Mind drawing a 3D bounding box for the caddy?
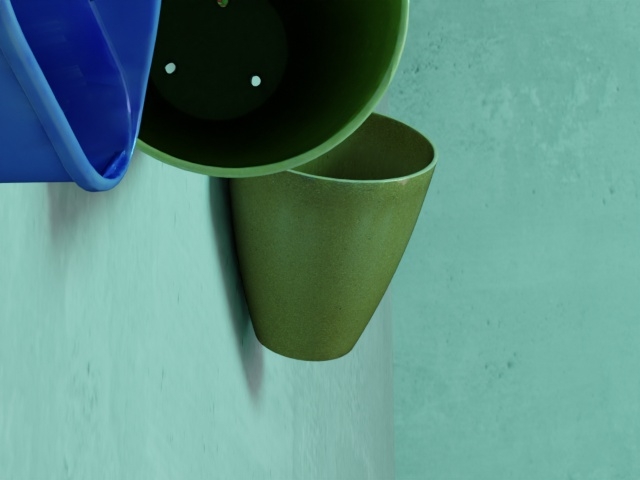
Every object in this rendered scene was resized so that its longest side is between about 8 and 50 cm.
[{"bbox_3d":[-0.181,-0.171,1.057,0.341,0.179,0.241,71,16,-59],"label":"caddy"}]

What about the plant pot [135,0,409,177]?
[{"bbox_3d":[-0.081,-0.178,1.568,0.293,0.275,0.274,153,-66,-84],"label":"plant pot"}]

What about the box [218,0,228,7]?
[{"bbox_3d":[-0.064,-0.257,1.783,0.293,0.201,0.057,59,28,-70],"label":"box"}]

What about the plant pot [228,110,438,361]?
[{"bbox_3d":[0.000,0.000,2.105,0.237,0.237,0.254,-74,172,-66],"label":"plant pot"}]
